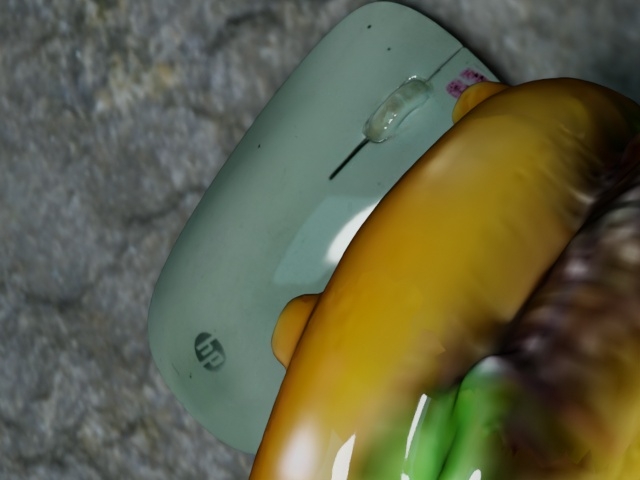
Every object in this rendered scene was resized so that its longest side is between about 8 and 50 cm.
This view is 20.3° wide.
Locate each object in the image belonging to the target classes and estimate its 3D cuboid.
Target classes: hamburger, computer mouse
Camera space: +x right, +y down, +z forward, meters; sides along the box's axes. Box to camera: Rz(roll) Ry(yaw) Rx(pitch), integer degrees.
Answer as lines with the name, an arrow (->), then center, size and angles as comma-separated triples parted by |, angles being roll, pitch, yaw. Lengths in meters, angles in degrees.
hamburger -> 0.128, 0.130, 0.801 | 0.277, 0.396, 0.395 | 17, 106, 27
computer mouse -> -0.004, 0.001, 1.050 | 0.159, 0.097, 0.288 | 46, 120, 22
